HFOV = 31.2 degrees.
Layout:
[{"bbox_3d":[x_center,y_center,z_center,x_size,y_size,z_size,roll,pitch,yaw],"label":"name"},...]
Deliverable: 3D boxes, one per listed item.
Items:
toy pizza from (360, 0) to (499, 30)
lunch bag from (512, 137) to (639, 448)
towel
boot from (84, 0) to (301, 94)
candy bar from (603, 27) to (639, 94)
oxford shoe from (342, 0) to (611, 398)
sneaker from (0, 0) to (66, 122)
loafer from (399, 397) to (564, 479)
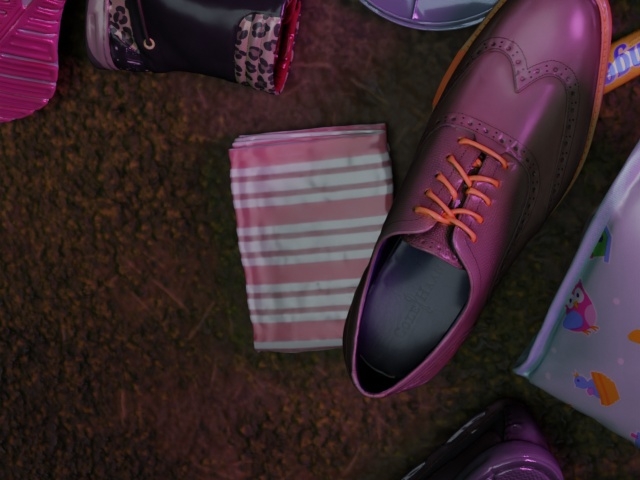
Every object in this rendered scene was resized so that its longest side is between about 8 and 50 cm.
[{"bbox_3d":[0.096,-0.269,0.910,0.201,0.032,0.201,4,101,19],"label":"toy pizza"},{"bbox_3d":[0.294,0.030,0.812,0.223,0.160,0.262,32,125,17],"label":"lunch bag"},{"bbox_3d":[0.000,0.000,1.001,0.144,0.029,0.197,-4,100,16],"label":"towel"},{"bbox_3d":[-0.099,-0.243,0.954,0.178,0.085,0.236,14,111,13],"label":"boot"},{"bbox_3d":[0.263,-0.155,0.886,0.161,0.018,0.040,-26,92,22],"label":"candy bar"},{"bbox_3d":[0.122,-0.034,0.878,0.130,0.133,0.363,24,105,7],"label":"oxford shoe"},{"bbox_3d":[-0.269,-0.213,1.015,0.103,0.111,0.252,15,130,-24],"label":"sneaker"},{"bbox_3d":[0.090,0.256,1.002,0.109,0.095,0.302,32,117,-22],"label":"loafer"}]
